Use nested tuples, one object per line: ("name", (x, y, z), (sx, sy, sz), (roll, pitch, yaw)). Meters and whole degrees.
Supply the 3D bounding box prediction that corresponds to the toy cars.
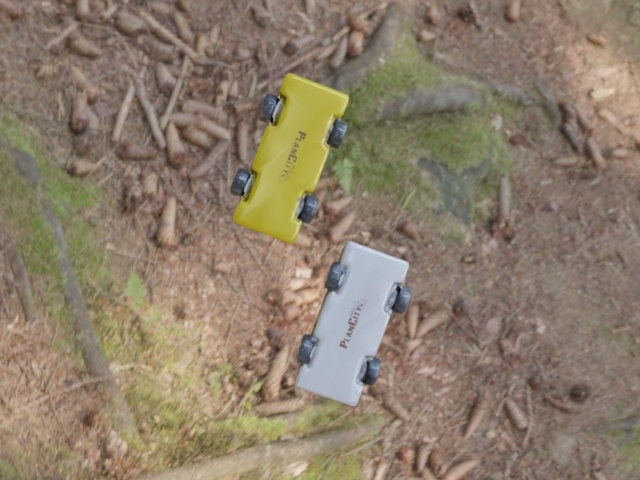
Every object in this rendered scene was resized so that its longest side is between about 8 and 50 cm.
("toy cars", (0.000, 0.000, 1.020), (0.176, 0.087, 0.394), (-20, 95, 0))
